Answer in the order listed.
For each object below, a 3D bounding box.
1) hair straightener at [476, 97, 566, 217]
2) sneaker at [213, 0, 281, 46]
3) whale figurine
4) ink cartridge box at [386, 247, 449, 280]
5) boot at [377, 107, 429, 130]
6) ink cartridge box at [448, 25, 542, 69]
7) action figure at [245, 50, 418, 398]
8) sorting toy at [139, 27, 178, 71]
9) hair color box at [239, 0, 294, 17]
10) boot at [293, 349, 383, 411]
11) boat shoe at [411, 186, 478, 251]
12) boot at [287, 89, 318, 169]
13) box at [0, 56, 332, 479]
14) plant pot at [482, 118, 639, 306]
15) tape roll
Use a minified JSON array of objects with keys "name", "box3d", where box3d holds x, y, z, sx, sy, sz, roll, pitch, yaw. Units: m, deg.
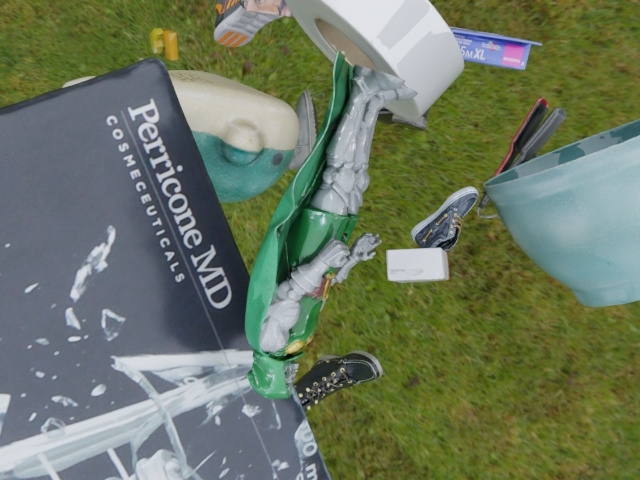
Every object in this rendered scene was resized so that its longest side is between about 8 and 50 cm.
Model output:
[{"name":"hair straightener","box3d":[0.349,-0.131,1.251,0.047,0.089,0.230,28,100,-46]},{"name":"sneaker","box3d":[-0.152,-0.600,1.694,0.125,0.321,0.179,9,69,-45]},{"name":"whale figurine","box3d":[-0.152,-0.114,0.817,0.272,0.216,0.141,-5,117,-50]},{"name":"ink cartridge box","box3d":[0.198,0.051,1.463,0.109,0.150,0.063,-3,84,14]},{"name":"boot","box3d":[0.197,-0.391,1.737,0.091,0.263,0.228,14,96,-54]},{"name":"ink cartridge box","box3d":[0.292,-0.395,1.464,0.186,0.311,0.065,6,106,-12]},{"name":"action figure","box3d":[0.000,0.000,0.488,0.064,0.137,0.232,23,100,16]},{"name":"sorting toy","box3d":[-0.381,-0.353,1.729,0.041,0.229,0.307,-20,126,-31]},{"name":"hair color box","box3d":[-0.058,-0.463,1.337,0.167,0.053,0.093,-1,122,-25]},{"name":"boot","box3d":[0.022,0.343,1.725,0.179,0.236,0.085,-35,103,-37]},{"name":"boat shoe","box3d":[0.298,-0.038,1.643,0.183,0.083,0.065,-40,138,5]},{"name":"boot","box3d":[-0.109,-0.219,1.540,0.209,0.076,0.189,-4,82,7]},{"name":"box","box3d":[-0.283,0.179,0.548,0.472,0.297,0.479,-31,107,-34]},{"name":"plant pot","box3d":[0.382,-0.035,0.934,0.293,0.293,0.196,-22,94,-3]},{"name":"tape roll","box3d":[0.076,-0.311,1.085,0.286,0.286,0.100,42,90,-12]}]
